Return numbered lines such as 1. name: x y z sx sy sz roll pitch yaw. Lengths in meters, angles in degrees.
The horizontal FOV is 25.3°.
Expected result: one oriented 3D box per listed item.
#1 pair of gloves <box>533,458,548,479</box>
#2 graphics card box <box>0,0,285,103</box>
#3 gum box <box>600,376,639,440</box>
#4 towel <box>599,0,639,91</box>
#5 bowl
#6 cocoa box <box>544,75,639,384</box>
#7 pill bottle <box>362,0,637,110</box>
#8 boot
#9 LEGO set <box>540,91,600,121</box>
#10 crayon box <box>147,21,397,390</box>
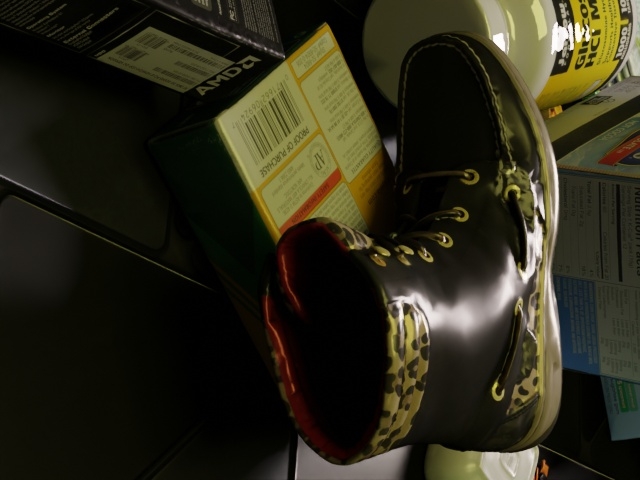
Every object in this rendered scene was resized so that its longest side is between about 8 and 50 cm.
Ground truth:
1. pair of gloves: 0.232 0.261 1.530 0.083 0.010 0.074 57 34 -51
2. graphics card box: -0.191 -0.257 1.025 0.371 0.094 0.233 14 55 -51
3. gum box: 0.423 0.150 1.694 0.041 0.184 0.157 -1 80 -54
4. towel: 0.450 -0.248 1.946 0.374 0.090 0.320 -14 91 -55
5. bowl: 0.169 0.223 1.435 0.142 0.053 0.142 53 43 -29
6. cocoa box: 0.357 -0.021 1.536 0.347 0.228 0.231 -27 117 -44
7. pill bottle: 0.188 -0.219 1.485 0.334 0.188 0.188 -21 96 -55
8. boot: 0.076 0.001 1.170 0.284 0.138 0.377 -1 86 -54
9. LEGO set: 0.285 -0.174 1.692 0.227 0.087 0.093 65 26 -18
10. crayon box: 0.000 0.000 1.246 0.203 0.083 0.323 -48 117 -49
